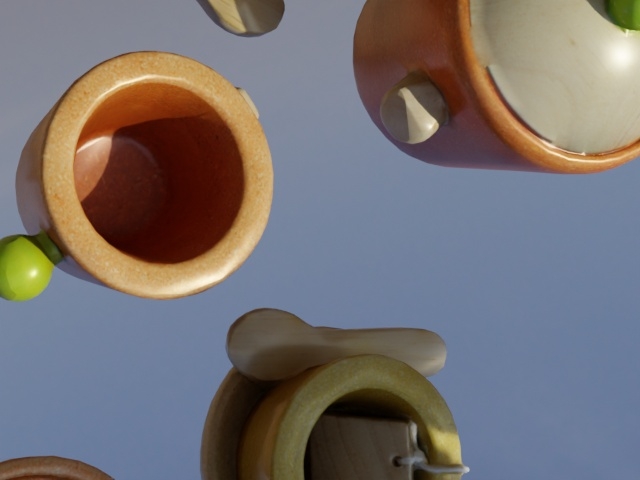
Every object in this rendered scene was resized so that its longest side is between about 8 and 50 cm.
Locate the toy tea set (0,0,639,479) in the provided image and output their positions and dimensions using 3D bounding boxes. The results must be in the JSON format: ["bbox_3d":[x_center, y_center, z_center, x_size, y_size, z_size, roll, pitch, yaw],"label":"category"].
[{"bbox_3d":[0.000,0.000,0.447,0.200,0.336,0.124,24,165,-25],"label":"toy tea set"}]
